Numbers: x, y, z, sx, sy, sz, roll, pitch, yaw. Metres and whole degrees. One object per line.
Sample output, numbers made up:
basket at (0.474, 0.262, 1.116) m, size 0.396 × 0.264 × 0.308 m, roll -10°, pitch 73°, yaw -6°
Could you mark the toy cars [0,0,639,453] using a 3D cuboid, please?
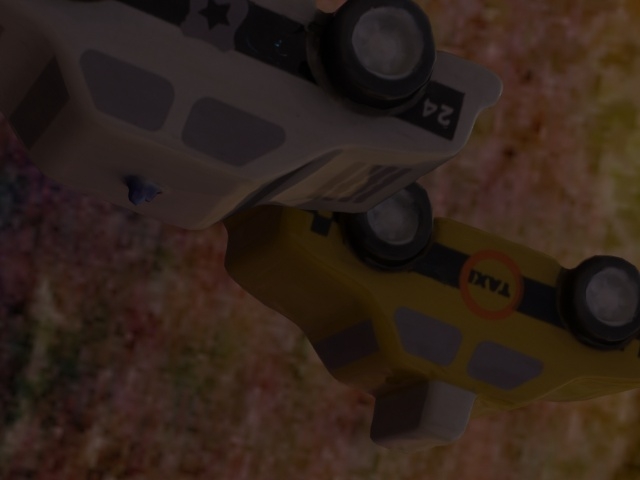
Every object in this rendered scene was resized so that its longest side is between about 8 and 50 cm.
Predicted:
toy cars at (0.000, 0.000, 0.654) m, size 0.393 × 0.176 × 0.087 m, roll 40°, pitch 60°, yaw -53°
